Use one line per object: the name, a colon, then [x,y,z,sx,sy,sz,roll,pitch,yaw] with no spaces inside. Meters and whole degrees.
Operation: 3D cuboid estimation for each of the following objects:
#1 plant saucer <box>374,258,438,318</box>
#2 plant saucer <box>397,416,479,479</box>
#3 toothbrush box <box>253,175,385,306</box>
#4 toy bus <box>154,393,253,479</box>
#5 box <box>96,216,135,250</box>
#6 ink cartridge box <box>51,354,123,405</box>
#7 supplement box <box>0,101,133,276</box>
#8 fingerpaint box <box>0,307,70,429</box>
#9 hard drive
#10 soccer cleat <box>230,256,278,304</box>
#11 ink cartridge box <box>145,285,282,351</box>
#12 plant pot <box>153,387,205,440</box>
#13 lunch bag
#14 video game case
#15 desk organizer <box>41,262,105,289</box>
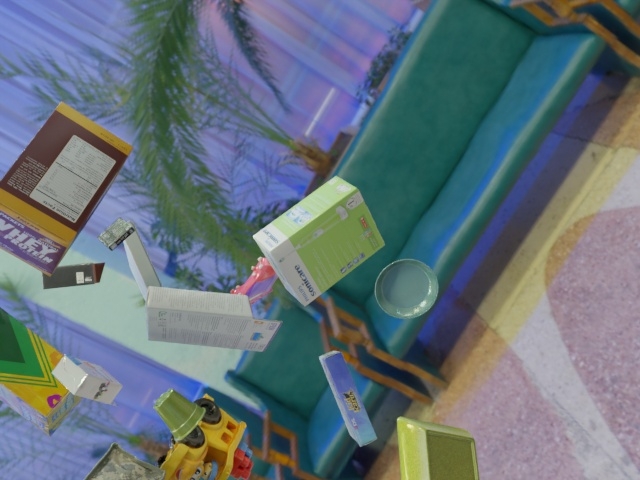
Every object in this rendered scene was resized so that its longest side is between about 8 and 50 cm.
plant saucer: [0.161,0.089,1.276,0.119,0.119,0.021,-57,9,14]
plant saucer: [0.229,0.422,1.236,0.045,0.188,0.188,-33,48,44]
toothbrush box: [0.000,0.000,1.800,0.283,0.206,0.122,-38,34,-11]
toy bus: [-0.258,0.507,1.601,0.149,0.211,0.220,-55,3,22]
box: [-0.548,-0.018,1.817,0.067,0.018,0.083,30,67,37]
ink cartridge box: [-0.590,0.365,1.757,0.062,0.104,0.181,-55,-30,-7]
supplement box: [-0.424,-0.076,1.087,0.191,0.129,0.194,-32,29,56]
fingerpaint box: [-0.874,0.368,1.956,0.163,0.371,0.445,-53,1,-29]
hard drive: [-0.550,0.108,2.120,0.047,0.233,0.353,-24,-14,-18]
soccer cleat: [-0.198,0.153,2.011,0.248,0.095,0.083,-51,25,24]
ink cartridge box: [-0.283,0.209,1.761,0.324,0.329,0.072,121,153,-64]
plant pot: [-0.283,0.335,1.330,0.083,0.079,0.083,-41,12,11]
lunch bag: [-0.476,0.621,1.426,0.287,0.168,0.235,-56,-9,-51]
video game case: [0.079,0.470,2.058,0.061,0.270,0.244,-22,-6,-6]
desk organizer: [-0.533,0.075,1.470,0.050,0.130,0.047,-3,-93,-74]
